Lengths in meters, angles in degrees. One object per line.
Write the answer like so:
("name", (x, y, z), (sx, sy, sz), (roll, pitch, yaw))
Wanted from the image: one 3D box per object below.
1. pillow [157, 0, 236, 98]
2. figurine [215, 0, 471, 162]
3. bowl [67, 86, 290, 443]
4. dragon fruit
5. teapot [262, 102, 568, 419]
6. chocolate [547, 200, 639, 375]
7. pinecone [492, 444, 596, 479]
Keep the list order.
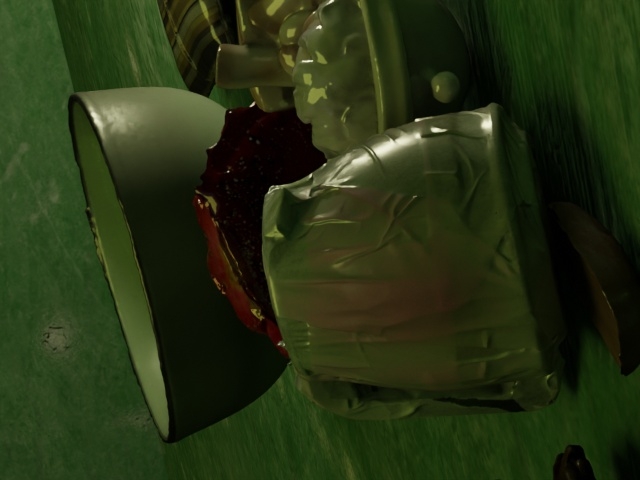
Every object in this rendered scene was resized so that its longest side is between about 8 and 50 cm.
("pillow", (-0.137, -0.258, 2.031), (0.208, 0.052, 0.212), (139, 114, -73))
("figurine", (0.017, -0.116, 1.304), (0.237, 0.141, 0.162), (-131, 33, -63))
("bowl", (-0.109, 0.004, 1.917), (0.354, 0.185, 0.354), (165, 90, -78))
("dragon fruit", (0.000, 0.000, 1.513), (0.189, 0.163, 0.261), (41, -146, -69))
("teapot", (0.054, 0.019, 1.201), (0.221, 0.178, 0.163), (51, -150, -73))
("chocolate", (0.159, 0.023, 1.104), (0.100, 0.031, 0.064), (-115, 8, -47))
("pinecone", (0.126, 0.222, 1.165), (0.179, 0.195, 0.150), (60, 146, 8))
